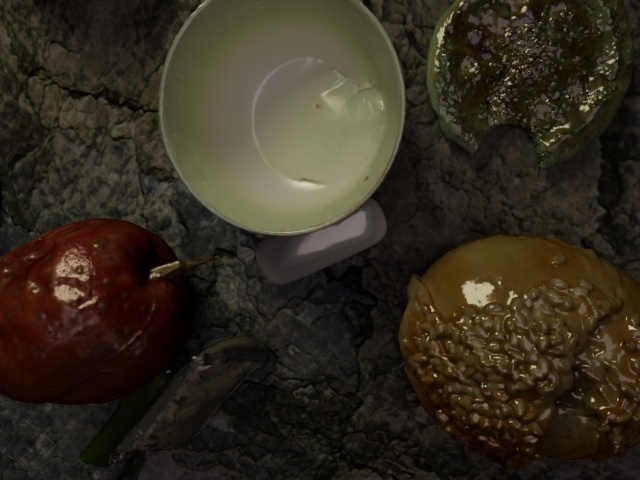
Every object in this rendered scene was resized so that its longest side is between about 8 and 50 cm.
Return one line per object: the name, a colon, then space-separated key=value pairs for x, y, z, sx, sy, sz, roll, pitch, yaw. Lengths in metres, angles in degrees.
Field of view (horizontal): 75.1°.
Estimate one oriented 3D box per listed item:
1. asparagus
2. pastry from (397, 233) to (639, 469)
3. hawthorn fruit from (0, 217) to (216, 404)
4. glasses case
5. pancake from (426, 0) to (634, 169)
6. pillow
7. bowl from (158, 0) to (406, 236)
asparagus: x=-0.305 y=0.284 z=0.681 sx=0.067 sy=0.060 sz=0.278 roll=35 pitch=105 yaw=-10
pastry: x=0.252 y=0.138 z=0.503 sx=0.315 sy=0.184 sz=0.285 roll=14 pitch=102 yaw=6
hawthorn fruit: x=-0.305 y=0.091 z=0.554 sx=0.258 sy=0.258 sz=0.261 roll=51 pitch=131 yaw=-3
glasses case: x=0.000 y=0.000 z=0.583 sx=0.193 sy=0.049 sz=0.074 roll=-26 pitch=96 yaw=13
pancake: x=0.253 y=-0.216 z=0.509 sx=0.253 sy=0.037 sz=0.254 roll=2 pitch=102 yaw=9
pillow: x=-0.188 y=0.228 z=0.616 sx=0.255 sy=0.169 sz=0.059 roll=-48 pitch=61 yaw=14
bowl: x=-0.037 y=-0.152 z=0.512 sx=0.276 sy=0.145 sz=0.277 roll=2 pitch=102 yaw=10
